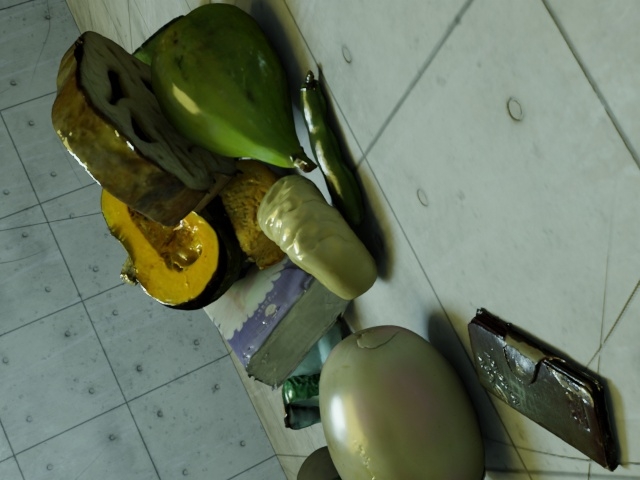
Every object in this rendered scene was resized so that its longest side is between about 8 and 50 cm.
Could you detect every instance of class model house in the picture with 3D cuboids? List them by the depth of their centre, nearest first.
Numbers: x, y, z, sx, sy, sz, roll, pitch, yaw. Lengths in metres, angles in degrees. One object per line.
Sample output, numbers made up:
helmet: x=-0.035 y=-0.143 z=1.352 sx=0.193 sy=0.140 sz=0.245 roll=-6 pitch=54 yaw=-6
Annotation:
model house: x=-0.020 y=0.240 z=1.630 sx=0.253 sy=0.184 sz=0.291 roll=90 pitch=166 yaw=-66

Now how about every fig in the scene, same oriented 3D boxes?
fig: x=-0.148 y=-0.242 z=1.225 sx=0.314 sy=0.233 sz=0.233 roll=54 pitch=160 yaw=43

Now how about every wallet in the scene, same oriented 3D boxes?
wallet: x=0.250 y=0.170 z=0.888 sx=0.232 sy=0.031 sz=0.122 roll=33 pitch=145 yaw=63

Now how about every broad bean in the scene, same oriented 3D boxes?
broad bean: x=0.014 y=-0.137 z=1.173 sx=0.065 sy=0.046 sz=0.254 roll=-4 pitch=109 yaw=59

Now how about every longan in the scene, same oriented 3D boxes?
longan: x=0.042 y=0.597 z=1.836 sx=0.220 sy=0.196 sz=0.196 roll=31 pitch=142 yaw=58

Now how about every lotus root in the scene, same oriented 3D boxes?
lotus root: x=-0.308 y=-0.201 z=1.310 sx=0.375 sy=0.111 sz=0.390 roll=57 pitch=-160 yaw=6

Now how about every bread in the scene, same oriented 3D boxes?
bread: x=-0.120 y=-0.066 z=1.478 sx=0.143 sy=0.139 sz=0.229 roll=40 pitch=-159 yaw=-60

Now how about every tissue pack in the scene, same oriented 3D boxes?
tissue pack: x=-0.112 y=0.112 z=1.553 sx=0.125 sy=0.242 sz=0.343 roll=38 pitch=-178 yaw=-34

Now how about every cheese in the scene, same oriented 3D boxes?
cheese: x=0.000 y=0.000 z=1.238 sx=0.226 sy=0.117 sz=0.214 roll=46 pitch=178 yaw=-31

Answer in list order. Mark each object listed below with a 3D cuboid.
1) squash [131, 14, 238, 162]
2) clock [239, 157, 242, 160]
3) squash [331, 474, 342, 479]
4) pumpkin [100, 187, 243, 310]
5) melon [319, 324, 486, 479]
squash: x=-0.285 y=-0.263 z=1.613 sx=0.309 sy=0.310 sz=0.310 roll=45 pitch=165 yaw=-8
clock: x=-0.264 y=-0.142 z=1.926 sx=0.338 sy=0.102 sz=0.338 roll=56 pitch=161 yaw=31
squash: x=0.094 y=0.540 z=1.486 sx=0.165 sy=0.252 sz=0.252 roll=63 pitch=164 yaw=-5
pumpkin: x=-0.288 y=0.004 z=1.527 sx=0.325 sy=0.242 sz=0.232 roll=57 pitch=-173 yaw=16
melon: x=0.120 y=0.277 z=1.109 sx=0.317 sy=0.223 sz=0.223 roll=68 pitch=163 yaw=-9
